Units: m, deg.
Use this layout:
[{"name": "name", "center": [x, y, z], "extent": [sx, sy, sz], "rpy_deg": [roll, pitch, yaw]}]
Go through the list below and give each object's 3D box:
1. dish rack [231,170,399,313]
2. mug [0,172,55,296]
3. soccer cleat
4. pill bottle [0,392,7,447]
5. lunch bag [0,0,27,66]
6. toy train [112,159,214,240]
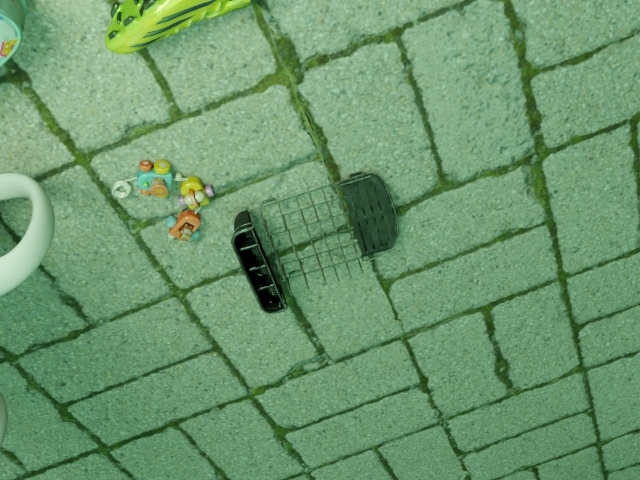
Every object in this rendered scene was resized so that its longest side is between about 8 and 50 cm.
[{"name": "dish rack", "center": [0.000, 0.000, 1.434], "extent": [0.272, 0.074, 0.208], "rpy_deg": [-17, 135, 2]}, {"name": "mug", "center": [-0.535, 0.026, 1.148], "extent": [0.374, 0.328, 0.276], "rpy_deg": [-19, 134, 3]}, {"name": "soccer cleat", "center": [-0.151, -0.315, 1.093], "extent": [0.289, 0.093, 0.121], "rpy_deg": [-33, 138, 17]}, {"name": "pill bottle", "center": [-0.503, 0.154, 0.921], "extent": [0.181, 0.181, 0.323], "rpy_deg": [-23, 133, 7]}, {"name": "lunch bag", "center": [-0.518, -0.285, 1.016], "extent": [0.224, 0.108, 0.279], "rpy_deg": [-35, 129, 23]}, {"name": "toy train", "center": [-0.238, -0.055, 1.342], "extent": [0.125, 0.046, 0.166], "rpy_deg": [-40, 129, 21]}]
